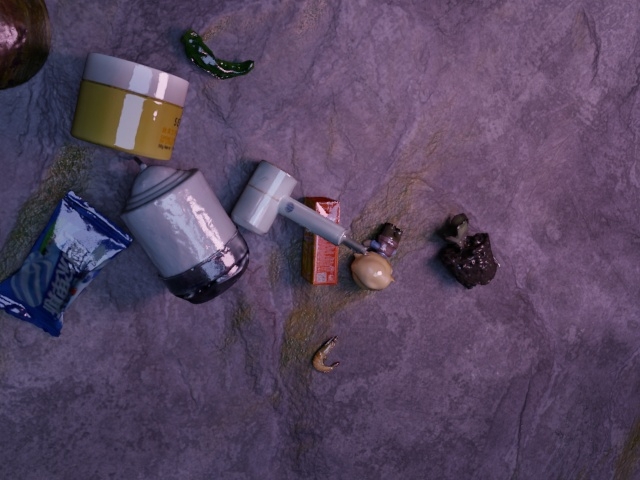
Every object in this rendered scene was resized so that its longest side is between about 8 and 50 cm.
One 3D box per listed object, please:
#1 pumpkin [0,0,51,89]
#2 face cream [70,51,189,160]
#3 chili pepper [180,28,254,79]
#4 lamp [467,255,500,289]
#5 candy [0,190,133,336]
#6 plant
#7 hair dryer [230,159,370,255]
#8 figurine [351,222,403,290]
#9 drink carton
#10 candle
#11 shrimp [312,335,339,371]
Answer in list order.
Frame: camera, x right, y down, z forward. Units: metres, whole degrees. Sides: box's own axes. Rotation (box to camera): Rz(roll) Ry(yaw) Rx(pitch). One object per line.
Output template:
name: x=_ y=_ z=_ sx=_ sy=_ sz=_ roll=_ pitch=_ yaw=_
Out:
pumpkin: x=-0.670 y=-0.393 z=1.271 sx=0.169 sy=0.148 sz=0.312 roll=33 pitch=92 yaw=-19
face cream: x=-0.413 y=-0.286 z=1.349 sx=0.218 sy=0.218 sz=0.179 roll=12 pitch=97 yaw=-23
chili pepper: x=-0.249 y=-0.430 z=1.475 sx=0.182 sy=0.050 sz=0.073 roll=22 pitch=85 yaw=-26
lamp: x=0.478 y=0.090 z=1.871 sx=0.121 sy=0.041 sz=0.054 roll=-37 pitch=103 yaw=-7
candy: x=-0.590 y=0.062 z=1.419 sx=0.187 sy=0.077 sz=0.331 roll=38 pitch=98 yaw=-20
plant: x=0.419 y=0.030 z=1.775 sx=0.203 sy=0.131 sz=0.142 roll=52 pitch=40 yaw=-24
hair dryer: x=-0.038 y=-0.044 z=1.518 sx=0.357 sy=0.107 sz=0.173 roll=30 pitch=91 yaw=15
figurine: x=0.159 y=0.045 z=1.713 sx=0.114 sy=0.108 sz=0.195 roll=34 pitch=69 yaw=-33
drink carton: x=0.000 y=0.000 z=1.632 sx=0.071 sy=0.096 sz=0.222 roll=-2 pitch=101 yaw=-20
candle: x=-0.325 y=-0.039 z=1.432 sx=0.221 sy=0.221 sz=0.342 roll=-35 pitch=111 yaw=-11
shrimp: x=0.030 y=0.322 z=1.750 sx=0.083 sy=0.023 sz=0.114 roll=34 pitch=93 yaw=-26
